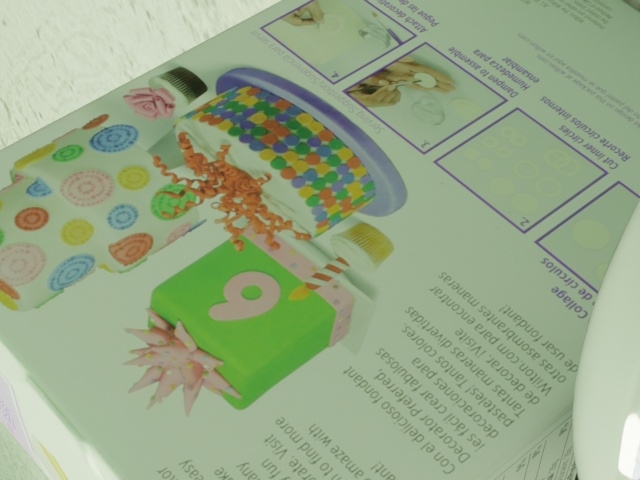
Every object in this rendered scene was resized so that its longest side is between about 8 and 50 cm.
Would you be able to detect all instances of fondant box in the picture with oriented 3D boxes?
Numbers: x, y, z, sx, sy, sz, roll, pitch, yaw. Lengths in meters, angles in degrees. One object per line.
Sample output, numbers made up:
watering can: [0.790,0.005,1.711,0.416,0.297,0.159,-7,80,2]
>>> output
fondant box: [0.029,0.005,0.529,0.238,0.330,0.096,42,149,29]

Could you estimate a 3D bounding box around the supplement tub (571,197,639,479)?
supplement tub: [0.259,0.070,0.323,0.325,0.235,0.235,33,145,38]
